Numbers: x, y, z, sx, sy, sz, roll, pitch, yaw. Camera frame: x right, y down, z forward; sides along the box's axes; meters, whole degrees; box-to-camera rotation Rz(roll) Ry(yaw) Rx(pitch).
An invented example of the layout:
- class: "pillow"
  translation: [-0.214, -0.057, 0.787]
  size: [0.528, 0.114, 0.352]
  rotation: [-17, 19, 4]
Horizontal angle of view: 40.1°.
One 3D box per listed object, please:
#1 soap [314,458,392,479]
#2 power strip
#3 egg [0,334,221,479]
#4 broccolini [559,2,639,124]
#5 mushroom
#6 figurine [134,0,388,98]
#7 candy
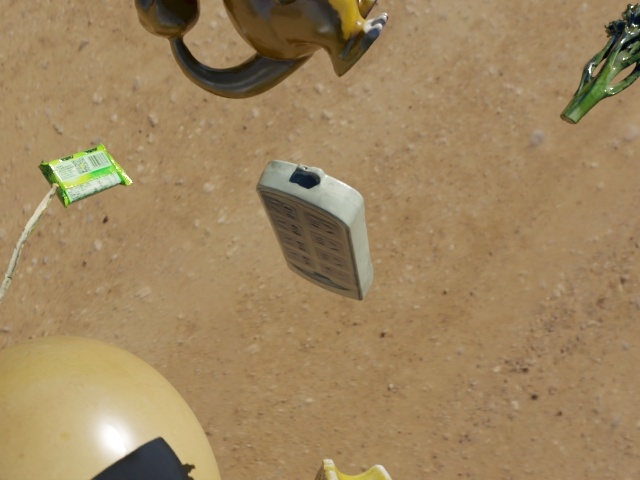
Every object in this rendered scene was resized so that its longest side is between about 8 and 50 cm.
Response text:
- class: "soap"
  translation: [0.051, 0.457, 1.170]
  size: [0.143, 0.281, 0.259]
  rotation: [3, 95, -7]
- class: "power strip"
  translation: [0.000, 0.000, 0.720]
  size: [0.080, 0.227, 0.029]
  rotation: [21, 72, 15]
- class: "egg"
  translation: [-0.264, 0.278, 0.967]
  size: [0.301, 0.301, 0.374]
  rotation: [-39, 68, -23]
- class: "broccolini"
  translation: [0.372, -0.224, 1.092]
  size: [0.091, 0.068, 0.202]
  rotation: [34, 67, 18]
- class: "mushroom"
  translation: [-0.419, 0.049, 1.166]
  size: [0.026, 0.028, 0.286]
  rotation: [27, 74, -2]
- class: "figurine"
  translation: [-0.055, -0.156, 0.468]
  size: [0.122, 0.121, 0.176]
  rotation: [-30, 112, 18]
- class: "candy"
  translation: [-0.448, -0.125, 1.672]
  size: [0.102, 0.032, 0.178]
  rotation: [58, 38, 0]
